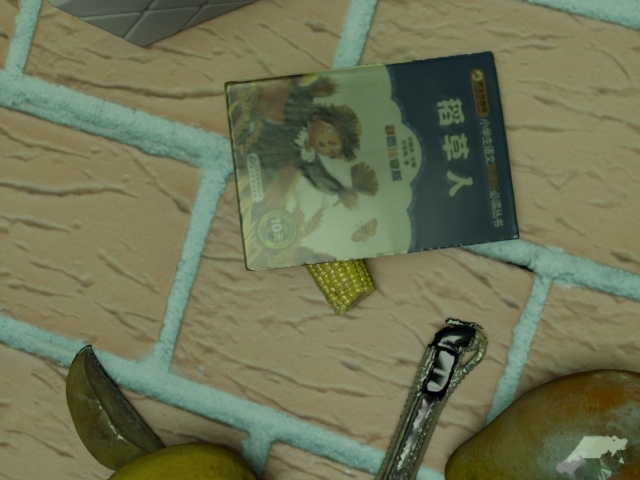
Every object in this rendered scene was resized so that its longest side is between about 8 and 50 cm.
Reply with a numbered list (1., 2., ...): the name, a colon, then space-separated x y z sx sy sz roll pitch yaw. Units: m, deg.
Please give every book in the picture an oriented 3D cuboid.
1. book: 0.078 -0.122 1.278 0.427 0.039 0.300 -7 85 -3

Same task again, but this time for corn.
1. corn: 0.000 0.000 1.330 0.093 0.093 0.244 -32 87 10

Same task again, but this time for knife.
1. knife: 0.166 0.297 1.336 0.089 0.043 0.366 24 97 10

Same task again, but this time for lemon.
1. lemon: -0.225 0.448 1.306 0.319 0.245 0.245 -13 90 -5

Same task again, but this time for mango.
1. mango: 0.358 0.321 1.229 0.383 0.199 0.222 -22 94 23

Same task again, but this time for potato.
1. potato: -0.377 0.318 1.409 0.120 0.100 0.261 -42 84 9

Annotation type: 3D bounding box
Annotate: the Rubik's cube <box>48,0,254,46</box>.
1. Rubik's cube: -0.245 -0.515 1.242 0.318 0.322 0.316 -18 87 12
